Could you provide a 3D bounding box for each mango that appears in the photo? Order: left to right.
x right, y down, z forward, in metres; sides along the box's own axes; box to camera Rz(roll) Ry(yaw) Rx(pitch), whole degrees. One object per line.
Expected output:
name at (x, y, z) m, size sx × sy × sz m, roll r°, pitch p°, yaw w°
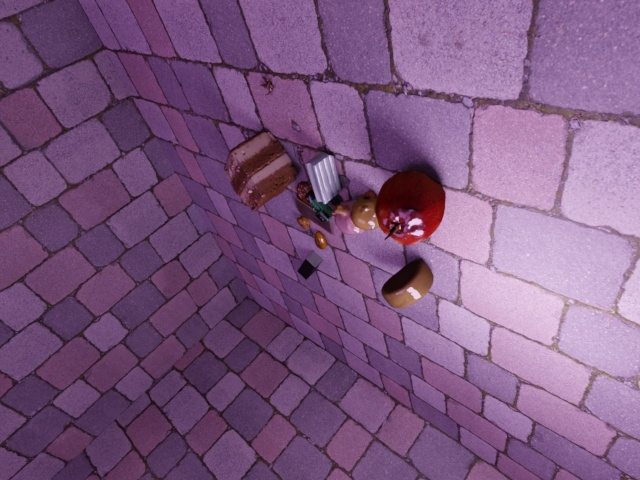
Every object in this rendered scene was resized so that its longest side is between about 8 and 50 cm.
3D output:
mango at (0.000, 0.000, 2.284) m, size 0.079 × 0.057 × 0.114 m, roll 22°, pitch 137°, yaw 49°

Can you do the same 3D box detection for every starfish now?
starfish at (-0.224, -0.648, 1.706) m, size 0.091 × 0.028 × 0.078 m, roll 24°, pitch 141°, yaw 44°

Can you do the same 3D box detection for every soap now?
soap at (0.017, -0.272, 1.766) m, size 0.066 × 0.119 × 0.198 m, roll 24°, pitch 144°, yaw 40°

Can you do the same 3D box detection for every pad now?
pad at (-0.039, -0.131, 2.171) m, size 0.266 × 0.002 × 0.176 m, roll 35°, pitch 163°, yaw 23°

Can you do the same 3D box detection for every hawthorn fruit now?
hawthorn fruit at (0.288, -0.098, 1.409) m, size 0.254 × 0.300 × 0.254 m, roll 33°, pitch 149°, yaw 22°

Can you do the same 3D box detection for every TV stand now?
TV stand at (-0.069, 0.161, 2.594) m, size 0.088 × 0.082 × 0.269 m, roll 44°, pitch 154°, yaw 6°

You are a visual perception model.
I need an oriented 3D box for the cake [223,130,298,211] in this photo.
cake at (-0.302, -0.335, 1.993) m, size 0.290 × 0.282 × 0.255 m, roll 50°, pitch 152°, yaw -3°

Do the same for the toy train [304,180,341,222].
toy train at (0.009, -0.178, 1.899) m, size 0.227 × 0.136 × 0.091 m, roll 43°, pitch 158°, yaw -15°

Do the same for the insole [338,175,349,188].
insole at (0.073, -0.256, 1.848) m, size 0.065 × 0.006 × 0.193 m, roll 52°, pitch 155°, yaw -12°

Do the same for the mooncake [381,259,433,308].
mooncake at (0.383, 0.196, 1.750) m, size 0.117 × 0.235 × 0.234 m, roll 51°, pitch 154°, yaw -10°

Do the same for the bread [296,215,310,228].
bread at (-0.096, -0.101, 2.288) m, size 0.081 × 0.046 × 0.083 m, roll 18°, pitch 149°, yaw 56°

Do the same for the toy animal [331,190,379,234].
toy animal at (0.170, -0.111, 1.734) m, size 0.195 × 0.169 × 0.281 m, roll 10°, pitch 164°, yaw -29°

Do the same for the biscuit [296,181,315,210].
biscuit at (-0.053, -0.217, 2.075) m, size 0.187 × 0.027 × 0.188 m, roll 35°, pitch 152°, yaw 21°
